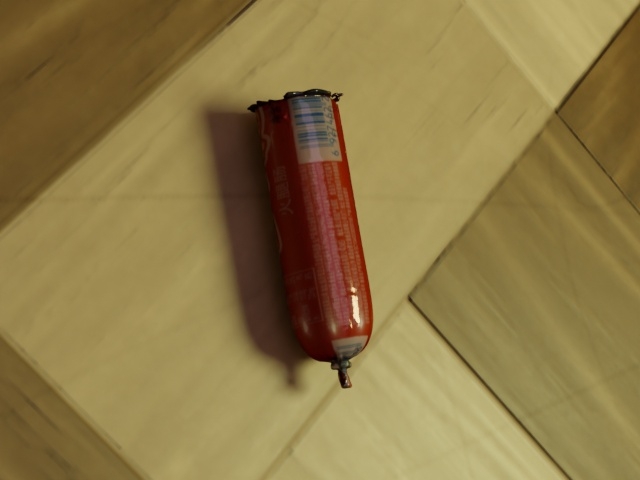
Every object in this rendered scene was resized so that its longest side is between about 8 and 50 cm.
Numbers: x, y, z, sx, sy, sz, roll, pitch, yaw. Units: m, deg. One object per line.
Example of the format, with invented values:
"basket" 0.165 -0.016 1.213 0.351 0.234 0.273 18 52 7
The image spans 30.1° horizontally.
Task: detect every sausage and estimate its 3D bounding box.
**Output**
"sausage" 0.000 0.000 0.579 0.048 0.050 0.145 -10 82 -5
